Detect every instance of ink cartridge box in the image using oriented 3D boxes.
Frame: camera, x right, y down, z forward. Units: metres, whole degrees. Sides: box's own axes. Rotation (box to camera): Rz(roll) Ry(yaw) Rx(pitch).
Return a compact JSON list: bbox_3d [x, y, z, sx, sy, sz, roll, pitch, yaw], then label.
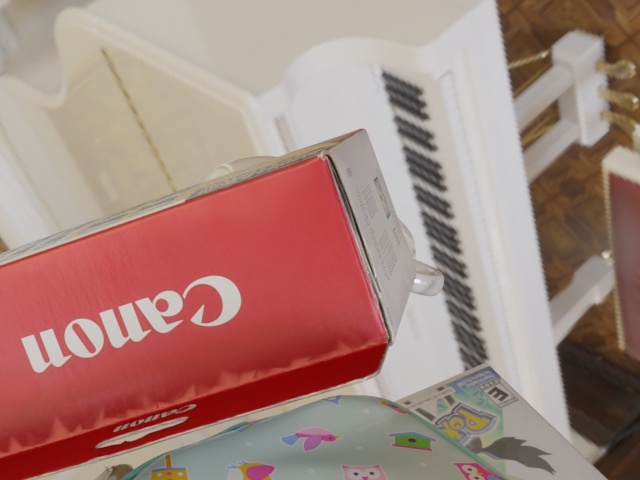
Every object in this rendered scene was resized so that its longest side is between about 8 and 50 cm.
[{"bbox_3d":[-0.106,0.040,0.688,0.272,0.309,0.130,-50,-59,-77],"label":"ink cartridge box"}]

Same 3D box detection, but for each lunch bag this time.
[{"bbox_3d":[0.004,0.220,0.715,0.224,0.279,0.108,30,122,43],"label":"lunch bag"}]

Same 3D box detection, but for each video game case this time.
[{"bbox_3d":[0.137,0.279,1.068,0.300,0.329,0.036,45,143,42],"label":"video game case"}]

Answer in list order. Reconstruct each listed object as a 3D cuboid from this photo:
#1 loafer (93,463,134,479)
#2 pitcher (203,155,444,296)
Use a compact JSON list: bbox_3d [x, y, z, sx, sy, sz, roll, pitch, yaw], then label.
[{"bbox_3d":[-0.238,0.311,1.001,0.094,0.251,0.087,32,-156,-32],"label":"loafer"},{"bbox_3d":[0.000,0.000,0.951,0.207,0.126,0.177,15,-174,-31],"label":"pitcher"}]
